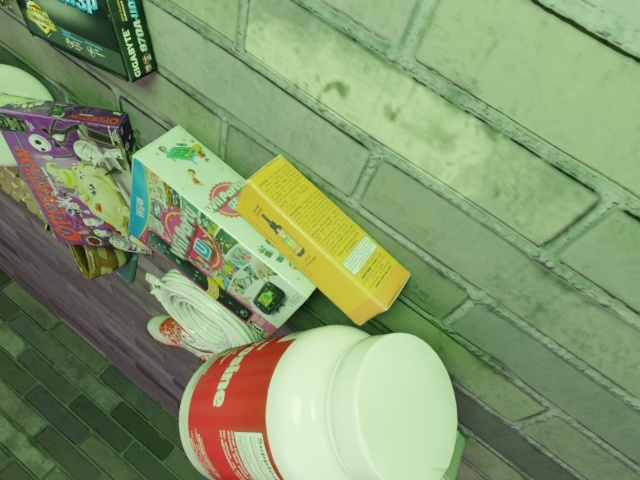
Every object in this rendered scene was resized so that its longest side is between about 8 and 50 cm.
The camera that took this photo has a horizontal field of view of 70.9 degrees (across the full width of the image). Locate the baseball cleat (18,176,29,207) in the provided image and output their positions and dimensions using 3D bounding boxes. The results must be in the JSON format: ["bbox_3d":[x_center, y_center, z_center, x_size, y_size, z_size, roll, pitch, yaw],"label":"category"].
[{"bbox_3d":[-0.797,-0.146,1.232,0.206,0.072,0.109,56,157,-11],"label":"baseball cleat"}]

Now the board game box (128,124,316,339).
[{"bbox_3d":[-0.150,0.003,0.709,0.303,0.097,0.224,39,144,1],"label":"board game box"}]

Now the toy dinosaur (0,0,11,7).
[{"bbox_3d":[-0.501,-0.400,0.684,0.090,0.047,0.082,37,128,26],"label":"toy dinosaur"}]

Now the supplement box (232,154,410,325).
[{"bbox_3d":[0.000,0.000,0.587,0.233,0.080,0.078,42,144,-2],"label":"supplement box"}]

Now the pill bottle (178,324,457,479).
[{"bbox_3d":[-0.023,0.249,0.655,0.408,0.229,0.229,-25,109,46],"label":"pill bottle"}]

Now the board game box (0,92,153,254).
[{"bbox_3d":[-0.441,-0.104,0.852,0.208,0.056,0.347,11,141,0],"label":"board game box"}]

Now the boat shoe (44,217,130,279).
[{"bbox_3d":[-0.563,-0.047,1.037,0.123,0.120,0.324,8,128,38],"label":"boat shoe"}]

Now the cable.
[{"bbox_3d":[-0.229,0.154,0.965,0.257,0.089,0.257,5,132,40],"label":"cable"}]

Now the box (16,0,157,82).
[{"bbox_3d":[-0.319,-0.323,0.575,0.220,0.051,0.175,29,143,19],"label":"box"}]

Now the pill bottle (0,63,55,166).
[{"bbox_3d":[-0.674,-0.251,0.884,0.323,0.181,0.181,15,137,34],"label":"pill bottle"}]

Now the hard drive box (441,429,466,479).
[{"bbox_3d":[0.105,0.342,0.807,0.181,0.089,0.232,50,136,-11],"label":"hard drive box"}]

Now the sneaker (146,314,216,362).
[{"bbox_3d":[-0.353,0.221,1.158,0.270,0.090,0.145,20,138,24],"label":"sneaker"}]

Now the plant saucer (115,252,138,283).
[{"bbox_3d":[-0.535,0.066,1.231,0.067,0.018,0.192,43,144,-1],"label":"plant saucer"}]

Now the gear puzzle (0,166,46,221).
[{"bbox_3d":[-0.680,-0.118,1.142,0.339,0.044,0.175,40,124,-8],"label":"gear puzzle"}]
